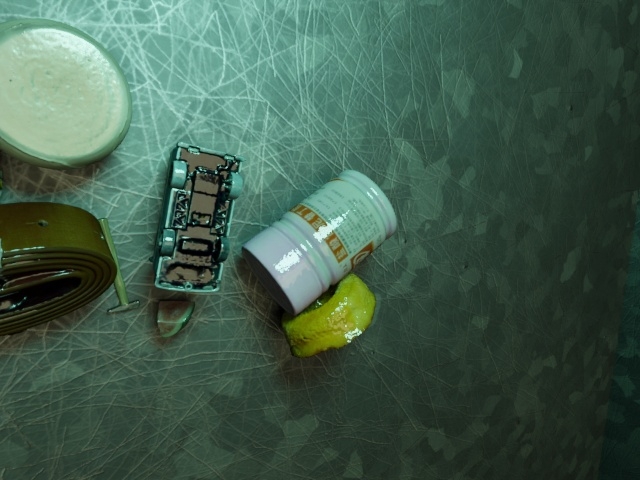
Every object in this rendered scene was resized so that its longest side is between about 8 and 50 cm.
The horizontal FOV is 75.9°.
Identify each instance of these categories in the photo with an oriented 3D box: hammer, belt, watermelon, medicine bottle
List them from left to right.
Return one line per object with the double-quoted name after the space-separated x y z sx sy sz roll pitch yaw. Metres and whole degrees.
-0.520 0.055 0.655 0.339 0.122 0.217 -15 146 -34 "belt"
-0.423 0.052 0.834 0.063 0.013 0.198 -16 108 -26 "hammer"
-0.310 0.157 0.877 0.092 0.084 0.072 -42 128 7 "watermelon"
0.000 0.000 0.952 0.316 0.202 0.202 -39 117 -18 "medicine bottle"

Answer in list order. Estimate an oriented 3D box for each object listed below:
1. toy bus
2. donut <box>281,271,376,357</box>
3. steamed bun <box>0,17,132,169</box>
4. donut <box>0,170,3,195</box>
-0.254 -0.047 0.819 0.133 0.165 0.270 9 97 -30 "toy bus"
0.018 0.174 0.977 0.254 0.254 0.118 -39 110 -17 "donut"
-0.444 -0.236 0.683 0.232 0.145 0.231 -10 109 -33 "steamed bun"
-0.644 -0.109 0.625 0.270 0.103 0.269 -6 102 -30 "donut"
